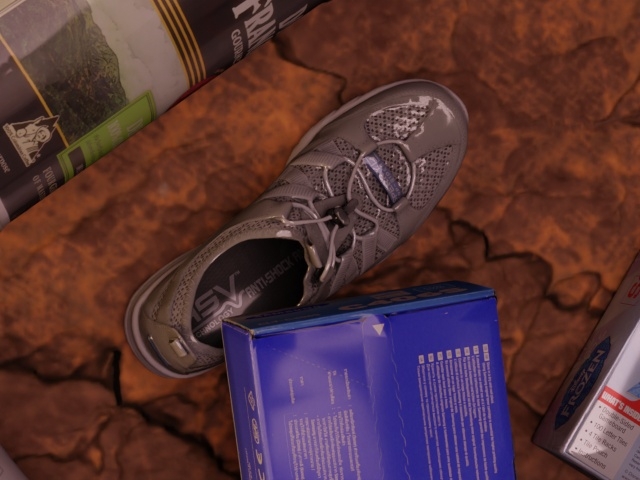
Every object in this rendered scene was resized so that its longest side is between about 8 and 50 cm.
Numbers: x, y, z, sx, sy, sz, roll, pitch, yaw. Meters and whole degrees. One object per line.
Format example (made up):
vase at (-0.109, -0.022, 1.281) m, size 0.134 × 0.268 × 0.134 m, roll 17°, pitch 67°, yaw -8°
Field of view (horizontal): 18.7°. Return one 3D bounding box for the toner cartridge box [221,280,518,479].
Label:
toner cartridge box at (0.044, 0.210, 1.236) m, size 0.165 × 0.075 × 0.348 m, roll -9°, pitch 97°, yaw -17°

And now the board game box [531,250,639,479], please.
board game box at (0.367, 0.094, 1.436) m, size 0.318 × 0.066 × 0.318 m, roll 33°, pitch 84°, yaw -15°

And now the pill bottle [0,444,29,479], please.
pill bottle at (-0.224, 0.210, 1.237) m, size 0.131 × 0.131 × 0.229 m, roll -39°, pitch 102°, yaw -11°

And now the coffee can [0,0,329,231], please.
coffee can at (-0.149, -0.163, 1.204) m, size 0.275 × 0.201 × 0.201 m, roll -36°, pitch 102°, yaw -11°

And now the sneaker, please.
sneaker at (0.000, 0.000, 1.299) m, size 0.281 × 0.115 × 0.105 m, roll -43°, pitch 103°, yaw -10°
